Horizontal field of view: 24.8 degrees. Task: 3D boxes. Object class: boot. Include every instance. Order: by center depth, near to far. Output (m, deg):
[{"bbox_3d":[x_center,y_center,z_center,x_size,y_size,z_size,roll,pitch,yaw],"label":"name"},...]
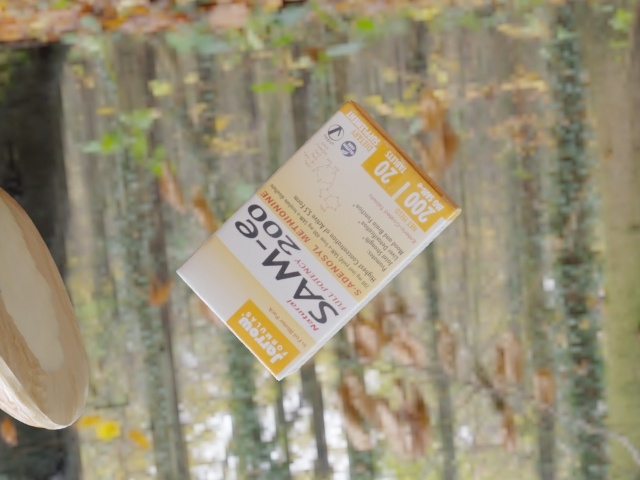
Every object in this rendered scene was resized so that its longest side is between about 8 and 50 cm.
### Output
[{"bbox_3d":[-0.293,0.020,0.883,0.211,0.295,0.104,-27,-169,23],"label":"boot"}]

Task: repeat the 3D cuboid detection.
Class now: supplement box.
[{"bbox_3d":[0.000,0.000,0.583,0.098,0.062,0.036,-45,175,8],"label":"supplement box"}]
